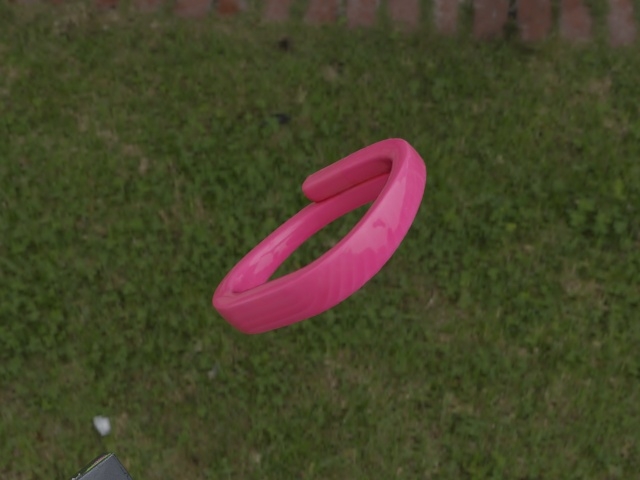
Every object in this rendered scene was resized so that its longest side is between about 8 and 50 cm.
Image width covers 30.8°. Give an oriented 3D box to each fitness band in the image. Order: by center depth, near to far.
[{"bbox_3d":[0.000,0.000,1.169,0.054,0.291,0.209,44,56,-16],"label":"fitness band"}]

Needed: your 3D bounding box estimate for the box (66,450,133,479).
[{"bbox_3d":[-0.202,0.253,1.111,0.062,0.052,0.083,-36,95,-21],"label":"box"}]
